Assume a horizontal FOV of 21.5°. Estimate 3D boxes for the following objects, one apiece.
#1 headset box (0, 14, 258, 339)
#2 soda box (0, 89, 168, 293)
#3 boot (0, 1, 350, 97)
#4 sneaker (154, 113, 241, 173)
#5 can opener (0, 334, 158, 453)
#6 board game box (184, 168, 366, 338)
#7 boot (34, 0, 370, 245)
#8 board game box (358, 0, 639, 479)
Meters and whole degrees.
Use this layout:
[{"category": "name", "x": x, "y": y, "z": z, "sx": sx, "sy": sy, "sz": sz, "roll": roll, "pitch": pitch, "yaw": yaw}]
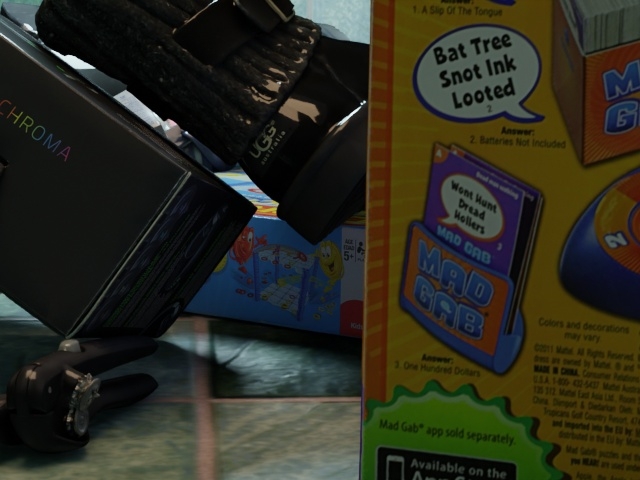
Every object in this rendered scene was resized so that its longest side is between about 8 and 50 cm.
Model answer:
[{"category": "headset box", "x": -0.194, "y": -0.053, "z": 1.128, "sx": 0.246, "sy": 0.131, "sz": 0.283, "roll": 36, "pitch": 1, "yaw": 6}, {"category": "soda box", "x": -0.218, "y": -0.030, "z": 1.327, "sx": 0.216, "sy": 0.074, "sz": 0.069, "roll": -29, "pitch": 40, "yaw": -8}, {"category": "boot", "x": -0.121, "y": -0.161, "z": 1.962, "sx": 0.445, "sy": 0.146, "sz": 0.367, "roll": 1, "pitch": 24, "yaw": -33}, {"category": "sneaker", "x": -0.140, "y": -0.081, "z": 1.583, "sx": 0.131, "sy": 0.112, "sz": 0.319, "roll": -12, "pitch": 24, "yaw": 34}, {"category": "can opener", "x": -0.142, "y": 0.083, "z": 1.008, "sx": 0.073, "sy": 0.059, "sz": 0.186, "roll": 11, "pitch": 12, "yaw": 20}, {"category": "board game box", "x": 0.000, "y": 0.000, "z": 1.442, "sx": 0.308, "sy": 0.086, "sz": 0.302, "roll": 7, "pitch": 11, "yaw": 31}, {"category": "boot", "x": -0.041, "y": -0.141, "z": 1.261, "sx": 0.260, "sy": 0.131, "sz": 0.348, "roll": 37, "pitch": 16, "yaw": 5}, {"category": "board game box", "x": 0.245, "y": -0.051, "z": 0.943, "sx": 0.357, "sy": 0.356, "sz": 0.356, "roll": 5, "pitch": 10, "yaw": 19}]
